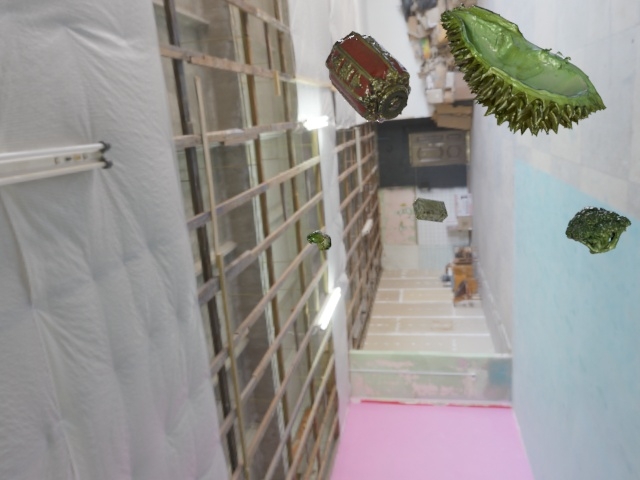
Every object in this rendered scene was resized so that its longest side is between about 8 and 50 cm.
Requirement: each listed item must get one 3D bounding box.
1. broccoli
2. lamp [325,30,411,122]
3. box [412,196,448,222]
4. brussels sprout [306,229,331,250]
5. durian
[{"bbox_3d":[0.795,-0.035,1.400,0.146,0.162,0.138,-55,-56,-77],"label":"broccoli"},{"bbox_3d":[0.127,-0.443,1.328,0.274,0.177,0.177,58,174,32],"label":"lamp"},{"bbox_3d":[0.329,-0.091,1.468,0.045,0.098,0.062,125,145,-51],"label":"box"},{"bbox_3d":[0.000,-0.001,1.365,0.051,0.046,0.083,-53,-35,0],"label":"brussels sprout"},{"bbox_3d":[0.407,-0.361,1.019,0.198,0.394,0.163,-50,-8,7],"label":"durian"}]
